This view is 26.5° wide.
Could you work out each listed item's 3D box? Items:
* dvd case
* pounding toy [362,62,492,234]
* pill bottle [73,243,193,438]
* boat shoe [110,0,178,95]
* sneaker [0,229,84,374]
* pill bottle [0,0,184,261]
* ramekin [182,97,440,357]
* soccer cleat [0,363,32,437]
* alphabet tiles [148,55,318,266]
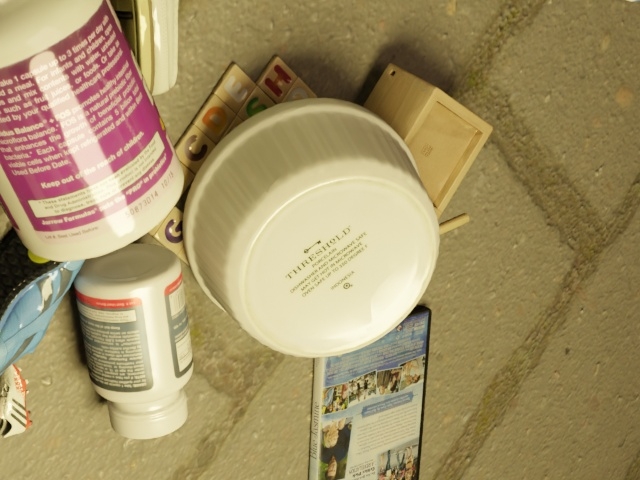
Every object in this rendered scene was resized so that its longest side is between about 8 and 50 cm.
[{"bbox_3d":[0.061,0.217,1.697,0.180,0.022,0.253,-12,113,-39],"label":"dvd case"},{"bbox_3d":[0.099,-0.073,1.583,0.181,0.094,0.206,26,97,-49],"label":"pounding toy"},{"bbox_3d":[-0.185,0.104,1.378,0.108,0.108,0.180,-22,119,-34],"label":"pill bottle"},{"bbox_3d":[-0.154,-0.281,1.261,0.103,0.113,0.302,-16,115,-31],"label":"boat shoe"},{"bbox_3d":[-0.282,0.053,1.311,0.209,0.069,0.082,-53,151,-17],"label":"sneaker"},{"bbox_3d":[-0.245,-0.144,1.191,0.169,0.169,0.301,-39,128,-25],"label":"pill bottle"},{"bbox_3d":[0.000,0.000,1.419,0.273,0.127,0.273,-10,122,-17],"label":"ramekin"},{"bbox_3d":[-0.308,0.157,1.345,0.035,0.029,0.083,-26,126,-37],"label":"soccer cleat"},{"bbox_3d":[-0.079,-0.072,1.476,0.198,0.009,0.237,42,77,-42],"label":"alphabet tiles"}]
